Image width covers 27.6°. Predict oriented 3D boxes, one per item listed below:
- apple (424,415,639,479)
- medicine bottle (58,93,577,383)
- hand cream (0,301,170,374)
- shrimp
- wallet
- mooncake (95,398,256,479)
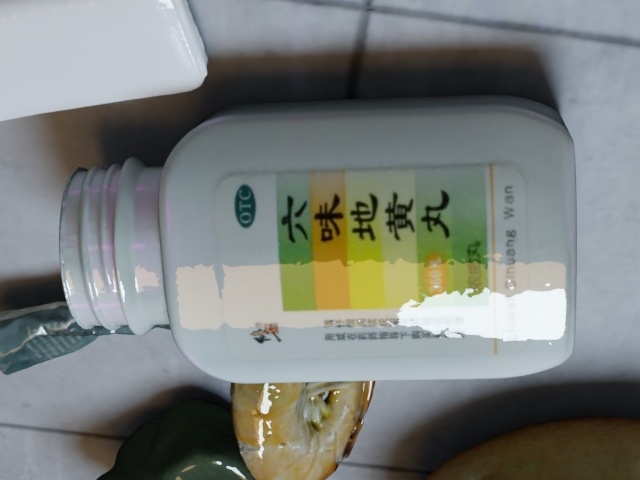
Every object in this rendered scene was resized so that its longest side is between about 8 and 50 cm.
[{"bbox_3d":[0.225,0.320,1.058,0.338,0.305,0.339,1,138,1],"label":"apple"},{"bbox_3d":[0.000,0.000,0.849,0.324,0.124,0.179,-1,105,7],"label":"medicine bottle"},{"bbox_3d":[-0.144,0.066,0.994,0.247,0.052,0.075,-7,147,4],"label":"hand cream"},{"bbox_3d":[-0.008,0.081,0.972,0.133,0.053,0.236,-12,111,-26],"label":"shrimp"},{"bbox_3d":[-0.167,-0.121,0.817,0.189,0.033,0.095,-9,134,12],"label":"wallet"},{"bbox_3d":[-0.117,0.221,1.084,0.168,0.175,0.104,-3,143,47],"label":"mooncake"}]
